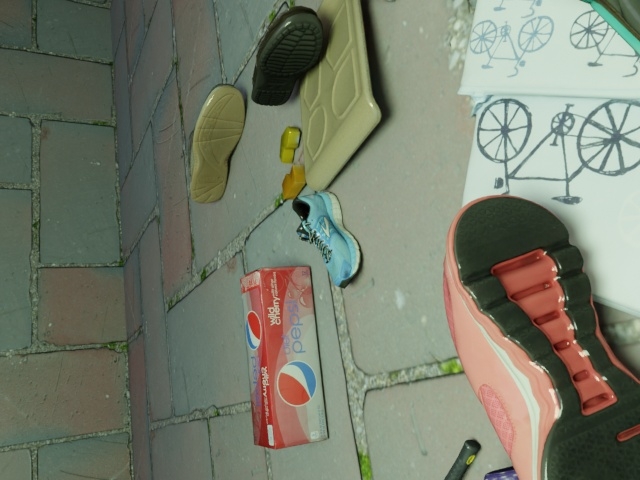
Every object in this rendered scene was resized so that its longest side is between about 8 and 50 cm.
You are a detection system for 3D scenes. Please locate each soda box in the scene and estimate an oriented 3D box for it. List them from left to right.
[{"bbox_3d":[-0.058,0.175,0.833,0.083,0.092,0.263,-26,67,58],"label":"soda box"}]

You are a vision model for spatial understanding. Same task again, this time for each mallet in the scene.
[{"bbox_3d":[0.126,0.287,0.575,0.190,0.062,0.039,-62,38,15],"label":"mallet"}]

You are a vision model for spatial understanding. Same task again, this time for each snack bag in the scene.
[{"bbox_3d":[0.222,-0.110,0.404,0.323,0.037,0.343,27,113,57],"label":"snack bag"}]

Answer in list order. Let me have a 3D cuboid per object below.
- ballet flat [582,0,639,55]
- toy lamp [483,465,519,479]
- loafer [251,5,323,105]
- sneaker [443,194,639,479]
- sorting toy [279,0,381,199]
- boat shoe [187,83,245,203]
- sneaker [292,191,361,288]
[{"bbox_3d":[0.193,-0.182,0.344,0.096,0.095,0.280,-54,55,30],"label":"ballet flat"},{"bbox_3d":[0.191,0.317,0.410,0.080,0.080,0.275,-45,53,51],"label":"toy lamp"},{"bbox_3d":[-0.061,-0.276,0.789,0.220,0.080,0.078,149,119,-64],"label":"loafer"},{"bbox_3d":[0.182,0.121,0.429,0.136,0.115,0.314,92,161,-73],"label":"sneaker"},{"bbox_3d":[0.003,-0.195,0.796,0.307,0.041,0.229,134,132,-58],"label":"sorting toy"},{"bbox_3d":[-0.233,-0.209,1.142,0.092,0.102,0.285,58,143,36],"label":"boat shoe"},{"bbox_3d":[0.000,0.000,0.753,0.063,0.073,0.162,-60,41,40],"label":"sneaker"}]
